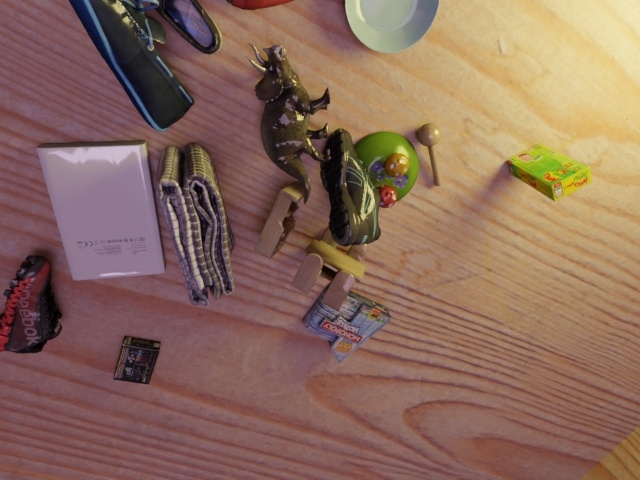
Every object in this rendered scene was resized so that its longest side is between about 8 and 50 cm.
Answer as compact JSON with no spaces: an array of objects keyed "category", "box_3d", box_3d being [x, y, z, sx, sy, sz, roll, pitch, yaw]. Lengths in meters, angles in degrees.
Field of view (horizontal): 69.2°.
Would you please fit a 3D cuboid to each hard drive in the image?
[{"category":"hard drive","box_3d":[-0.461,-0.059,1.005,0.203,0.040,0.307,-4,118,-10]}]

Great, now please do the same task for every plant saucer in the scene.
[{"category":"plant saucer","box_3d":[0.138,-0.476,0.917,0.195,0.037,0.194,-5,118,-10]}]

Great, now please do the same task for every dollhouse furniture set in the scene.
[{"category":"dollhouse furniture set","box_3d":[0.000,0.000,1.046,0.242,0.212,0.161,29,112,4]}]

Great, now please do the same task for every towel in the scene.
[{"category":"towel","box_3d":[-0.247,-0.039,0.955,0.121,0.235,0.283,-14,120,-11]}]

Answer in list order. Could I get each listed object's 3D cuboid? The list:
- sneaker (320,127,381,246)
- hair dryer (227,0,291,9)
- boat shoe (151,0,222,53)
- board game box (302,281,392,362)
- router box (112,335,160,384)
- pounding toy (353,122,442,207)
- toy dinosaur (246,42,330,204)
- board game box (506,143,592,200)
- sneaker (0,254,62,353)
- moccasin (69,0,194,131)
[{"category":"sneaker","box_3d":[0.067,-0.114,1.011,0.106,0.101,0.267,1,76,-29]},{"category":"hair dryer","box_3d":[-0.092,-0.475,0.777,0.224,0.294,0.080,-18,83,36]},{"category":"boat shoe","box_3d":[-0.266,-0.429,0.829,0.080,0.076,0.228,-36,119,7]},{"category":"board game box","box_3d":[0.059,0.234,1.267,0.194,0.060,0.194,26,108,-24]},{"category":"router box","box_3d":[-0.476,0.312,1.201,0.092,0.038,0.122,16,113,-20]},{"category":"pounding toy","box_3d":[0.178,-0.153,1.057,0.237,0.110,0.182,-17,120,-3]},{"category":"toy dinosaur","box_3d":[-0.061,-0.237,0.958,0.160,0.121,0.313,-1,112,-3]},{"category":"board game box","box_3d":[0.530,-0.164,1.087,0.092,0.181,0.043,-28,120,3]},{"category":"sneaker","box_3d":[-0.642,0.153,1.046,0.135,0.097,0.276,23,112,-22]},{"category":"moccasin","box_3d":[-0.331,-0.356,0.814,0.117,0.138,0.342,-37,150,-14]}]
